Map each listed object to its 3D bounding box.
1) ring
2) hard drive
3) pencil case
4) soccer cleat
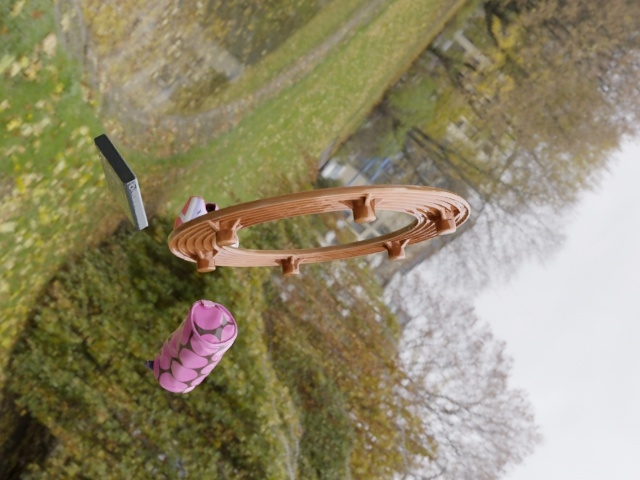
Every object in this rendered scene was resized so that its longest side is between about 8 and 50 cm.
[{"bbox_3d":[0.000,0.000,0.856,0.337,0.032,0.336,-7,168,-1],"label":"ring"},{"bbox_3d":[-0.296,-0.084,1.141,0.022,0.094,0.135,-31,158,-20],"label":"hard drive"},{"bbox_3d":[-0.213,0.173,1.267,0.209,0.095,0.098,-46,-135,46],"label":"pencil case"},{"bbox_3d":[-0.194,-0.025,1.364,0.248,0.083,0.095,4,104,-79],"label":"soccer cleat"}]
